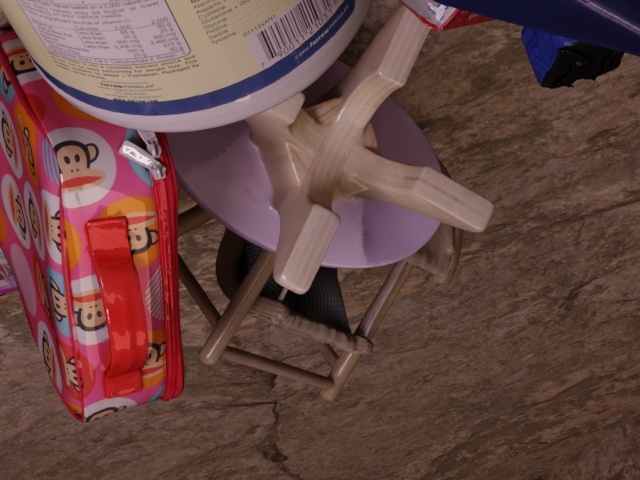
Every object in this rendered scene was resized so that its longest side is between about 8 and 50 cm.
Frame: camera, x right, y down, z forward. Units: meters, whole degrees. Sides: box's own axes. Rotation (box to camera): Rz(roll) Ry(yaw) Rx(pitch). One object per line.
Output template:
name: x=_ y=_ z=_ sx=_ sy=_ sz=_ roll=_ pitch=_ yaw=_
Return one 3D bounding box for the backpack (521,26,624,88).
backpack: x=0.233 y=-0.197 z=1.567 sx=0.098 sy=0.101 sz=0.120 roll=-14 pitch=162 yaw=-8

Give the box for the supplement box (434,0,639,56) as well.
supplement box: x=0.138 y=-0.293 z=0.884 sx=0.195 sy=0.356 sz=0.194 roll=20 pitch=-175 yaw=36

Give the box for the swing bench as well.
swing bench: x=0.000 y=0.000 z=1.685 sx=0.255 sy=0.165 sz=0.253 roll=-44 pitch=152 yaw=13

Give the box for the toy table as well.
toy table: x=0.002 y=-0.074 z=1.445 sx=0.274 sy=0.252 sz=0.161 roll=16 pitch=173 yaw=-17

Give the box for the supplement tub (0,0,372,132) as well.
supplement tub: x=-0.110 y=-0.238 z=0.962 sx=0.235 sy=0.235 sz=0.325 roll=-21 pitch=144 yaw=4

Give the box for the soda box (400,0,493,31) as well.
soda box: x=0.117 y=-0.218 z=1.282 sx=0.092 sy=0.083 sz=0.263 roll=-48 pitch=174 yaw=20

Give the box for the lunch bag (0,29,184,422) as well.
lunch bag: x=-0.183 y=-0.007 z=1.381 sx=0.120 sy=0.258 sz=0.293 roll=-13 pitch=131 yaw=-17

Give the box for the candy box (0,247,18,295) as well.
candy box: x=-0.314 y=-0.007 z=1.613 sx=0.233 sy=0.071 sz=0.159 roll=-25 pitch=157 yaw=13
